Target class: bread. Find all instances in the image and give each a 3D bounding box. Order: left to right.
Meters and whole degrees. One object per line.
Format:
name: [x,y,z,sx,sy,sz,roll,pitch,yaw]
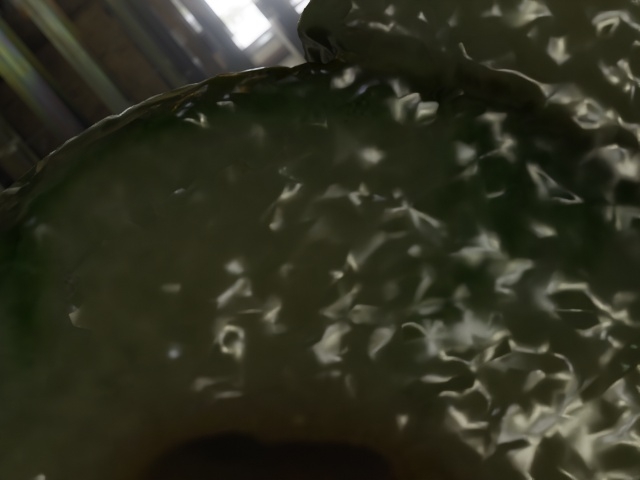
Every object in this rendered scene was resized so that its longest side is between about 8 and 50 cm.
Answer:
bread: [0.036,0.078,0.365,0.129,0.366,0.382,64,29,-73]
